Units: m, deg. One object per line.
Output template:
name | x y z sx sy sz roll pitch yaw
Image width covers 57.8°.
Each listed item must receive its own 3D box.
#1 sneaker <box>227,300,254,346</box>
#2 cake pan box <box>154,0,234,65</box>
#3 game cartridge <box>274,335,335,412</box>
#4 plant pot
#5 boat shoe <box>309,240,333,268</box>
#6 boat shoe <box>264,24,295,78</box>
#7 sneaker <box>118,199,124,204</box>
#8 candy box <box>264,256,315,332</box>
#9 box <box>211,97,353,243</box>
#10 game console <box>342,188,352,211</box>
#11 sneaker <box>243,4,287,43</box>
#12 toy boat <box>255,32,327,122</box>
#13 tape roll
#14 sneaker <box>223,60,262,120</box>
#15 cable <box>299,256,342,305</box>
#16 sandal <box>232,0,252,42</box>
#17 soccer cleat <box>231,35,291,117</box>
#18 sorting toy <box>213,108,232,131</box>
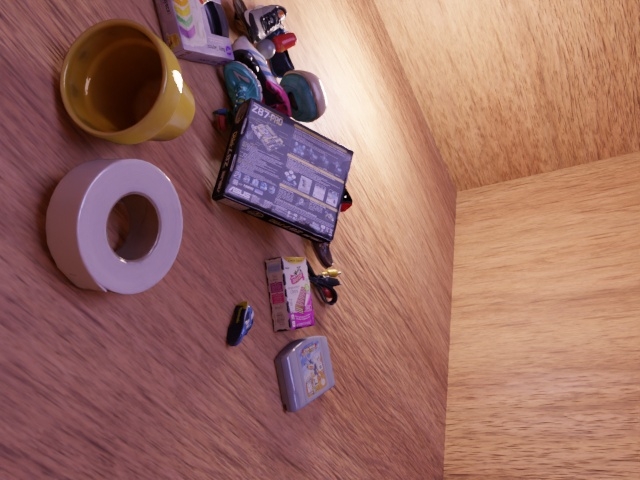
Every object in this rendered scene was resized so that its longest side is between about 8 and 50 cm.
sneaker | -0.220 0.242 1.637 0.059 0.053 0.144 58 34 -38
cake pan box | -0.369 -0.648 1.691 0.267 0.070 0.245 -18 98 -63
game cartridge | -0.045 0.421 1.907 0.297 0.062 0.198 -10 93 -63
plant pot | -0.407 -0.331 1.316 0.239 0.254 0.254 15 66 -76
boat shoe | 0.000 0.000 2.091 0.207 0.073 0.073 63 19 -3
boat shoe | -0.145 -0.729 2.129 0.109 0.089 0.258 -31 107 -62
sneaker | -0.483 -0.133 1.292 0.158 0.061 0.065 37 24 -56
candy box | -0.097 0.171 1.883 0.159 0.071 0.233 3 76 -62
box | -0.102 -0.203 1.765 0.395 0.097 0.318 22 74 -31
game console | -0.011 -0.259 2.092 0.342 0.060 0.386 59 13 5
sneaker | -0.184 -0.741 1.947 0.271 0.108 0.100 -73 150 -53
toy boat | -0.109 -0.555 2.019 0.148 0.267 0.318 -27 107 -19
tape roll | -0.425 -0.030 1.224 0.286 0.100 0.286 -16 109 -59
sneaker | -0.231 -0.421 1.803 0.110 0.107 0.275 -55 128 -69
cable | -0.018 0.149 2.094 0.287 0.072 0.139 22 74 -45
sandal | -0.264 -0.736 1.957 0.180 0.049 0.072 62 25 -59
soccer cleat | -0.190 -0.535 1.940 0.331 0.116 0.143 54 25 -44
sorting toy | -0.299 -0.367 1.751 0.102 0.042 0.061 -77 162 -60
